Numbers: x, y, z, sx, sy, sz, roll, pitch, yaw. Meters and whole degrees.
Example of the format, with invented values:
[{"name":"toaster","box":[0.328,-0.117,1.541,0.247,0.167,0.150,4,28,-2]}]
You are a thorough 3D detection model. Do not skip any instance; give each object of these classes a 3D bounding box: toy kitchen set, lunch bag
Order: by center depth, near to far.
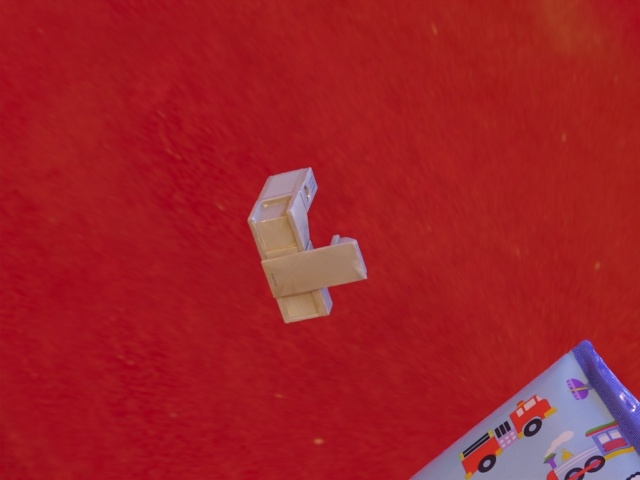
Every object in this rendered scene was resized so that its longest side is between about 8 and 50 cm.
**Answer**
[{"name":"lunch bag","box":[0.134,0.221,0.991,0.221,0.293,0.138,-40,107,10]},{"name":"toy kitchen set","box":[0.000,0.000,1.225,0.068,0.075,0.083,-12,114,16]}]
